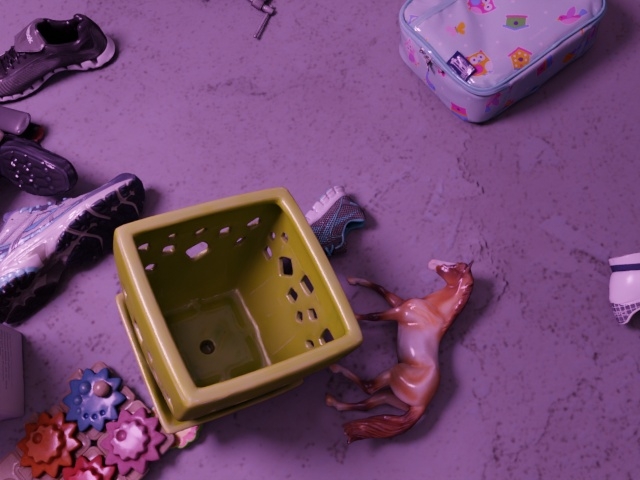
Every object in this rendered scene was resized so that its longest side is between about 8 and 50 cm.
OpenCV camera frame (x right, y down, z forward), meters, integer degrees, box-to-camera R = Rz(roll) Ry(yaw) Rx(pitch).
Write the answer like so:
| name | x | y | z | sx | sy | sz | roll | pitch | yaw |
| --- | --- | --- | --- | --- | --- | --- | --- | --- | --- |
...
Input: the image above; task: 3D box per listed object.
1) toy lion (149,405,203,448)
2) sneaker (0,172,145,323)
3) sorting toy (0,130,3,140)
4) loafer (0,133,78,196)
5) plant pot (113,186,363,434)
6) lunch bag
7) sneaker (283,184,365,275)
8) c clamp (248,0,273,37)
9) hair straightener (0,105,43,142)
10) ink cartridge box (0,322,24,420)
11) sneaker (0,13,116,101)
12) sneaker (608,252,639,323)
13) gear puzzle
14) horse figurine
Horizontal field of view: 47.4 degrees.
| name | x | y | z | sx | sy | sz | roll | pitch | yaw |
| --- | --- | --- | --- | --- | --- | --- | --- | --- | --- |
| toy lion | -0.188 | 0.220 | 0.965 | 0.096 | 0.034 | 0.100 | -38 | 71 | -2 |
| sneaker | -0.382 | -0.017 | 1.026 | 0.283 | 0.110 | 0.122 | -39 | 66 | -12 |
| sorting toy | -0.620 | -0.098 | 1.030 | 0.257 | 0.089 | 0.255 | 19 | 71 | 34 |
| loafer | -0.431 | -0.119 | 1.060 | 0.223 | 0.076 | 0.078 | 15 | 36 | 29 |
| plant pot | -0.119 | 0.097 | 0.888 | 0.228 | 0.207 | 0.227 | -15 | 68 | -29 |
| lunch bag | 0.261 | -0.325 | 1.096 | 0.279 | 0.108 | 0.224 | -35 | 71 | -9 |
| sneaker | 0.000 | 0.000 | 1.018 | 0.076 | 0.065 | 0.166 | 38 | 78 | 12 |
| c clamp | -0.135 | -0.424 | 1.178 | 0.161 | 0.022 | 0.137 | 35 | 64 | -11 |
| hair straightener | -0.542 | -0.212 | 1.118 | 0.231 | 0.089 | 0.047 | 24 | 74 | 12 |
| ink cartridge box | -0.524 | 0.156 | 0.862 | 0.223 | 0.307 | 0.129 | -11 | 71 | -1 |
| sneaker | -0.446 | -0.293 | 1.132 | 0.234 | 0.106 | 0.078 | -21 | 69 | -4 |
| sneaker | 0.499 | 0.063 | 0.957 | 0.235 | 0.090 | 0.094 | -1 | 82 | 7 |
| gear puzzle | -0.358 | 0.318 | 0.921 | 0.175 | 0.044 | 0.339 | 40 | 80 | 19 |
| horse figurine | 0.101 | 0.144 | 0.954 | 0.175 | 0.066 | 0.263 | 6 | 68 | 13 |
